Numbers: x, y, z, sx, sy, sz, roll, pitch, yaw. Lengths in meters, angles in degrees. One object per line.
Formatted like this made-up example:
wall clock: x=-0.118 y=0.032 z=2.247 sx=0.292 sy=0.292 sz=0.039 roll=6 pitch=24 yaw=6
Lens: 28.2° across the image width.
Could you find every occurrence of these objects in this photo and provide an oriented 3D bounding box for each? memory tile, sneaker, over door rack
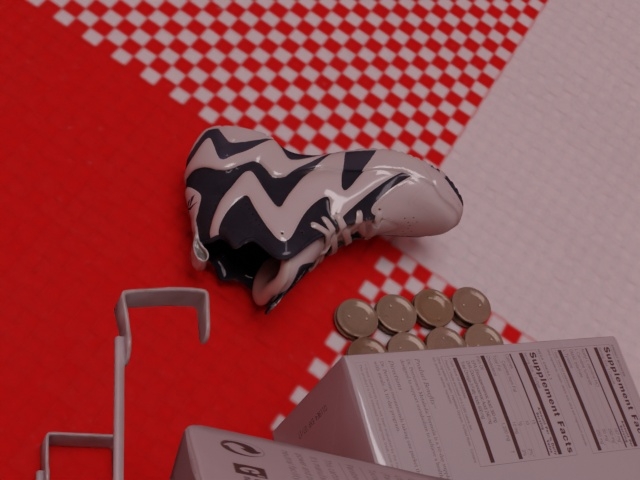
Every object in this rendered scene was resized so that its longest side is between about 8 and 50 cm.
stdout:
memory tile: x=0.088 y=0.093 z=1.065 sx=0.148 sy=0.012 sz=0.113 roll=-5 pitch=61 yaw=-24
sneaker: x=0.000 y=0.000 z=1.040 sx=0.235 sy=0.094 sz=0.153 roll=14 pitch=56 yaw=-13
over door rack: x=-0.168 y=0.208 z=0.747 sx=0.108 sy=0.239 sz=0.324 roll=18 pitch=53 yaw=-15

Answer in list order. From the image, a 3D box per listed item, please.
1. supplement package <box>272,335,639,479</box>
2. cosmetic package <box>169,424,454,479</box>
supplement package: x=0.112 y=0.164 z=0.940 sx=0.244 sy=0.139 sz=0.134 roll=-1 pitch=60 yaw=-28
cosmetic package: x=0.113 y=0.283 z=0.752 sx=0.453 sy=0.161 sz=0.230 roll=14 pitch=98 yaw=-13
